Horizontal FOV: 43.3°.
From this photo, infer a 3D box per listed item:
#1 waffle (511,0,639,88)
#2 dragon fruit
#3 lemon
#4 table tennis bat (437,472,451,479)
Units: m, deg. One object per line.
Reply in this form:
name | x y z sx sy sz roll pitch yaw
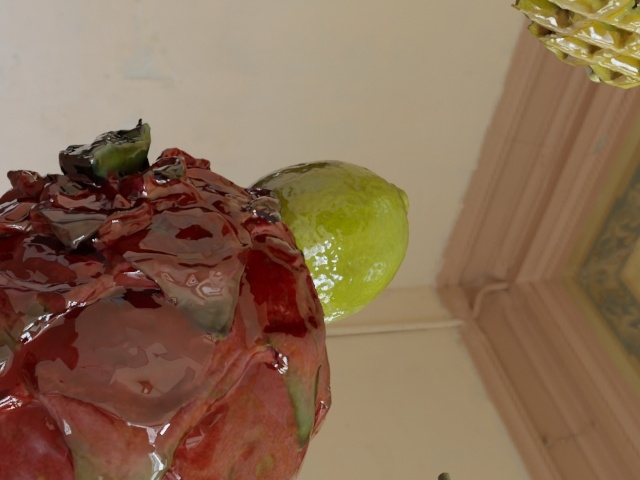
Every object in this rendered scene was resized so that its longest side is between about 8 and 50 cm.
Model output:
waffle | 0.293 -0.137 0.573 0.307 0.312 0.060 11 96 -65
dragon fruit | -0.124 0.087 0.460 0.298 0.244 0.244 -57 -162 -4
lemon | 0.000 0.000 0.889 0.184 0.249 0.184 42 -39 47
table tennis bat | 0.146 0.311 0.819 0.156 0.013 0.087 -104 -157 -43
